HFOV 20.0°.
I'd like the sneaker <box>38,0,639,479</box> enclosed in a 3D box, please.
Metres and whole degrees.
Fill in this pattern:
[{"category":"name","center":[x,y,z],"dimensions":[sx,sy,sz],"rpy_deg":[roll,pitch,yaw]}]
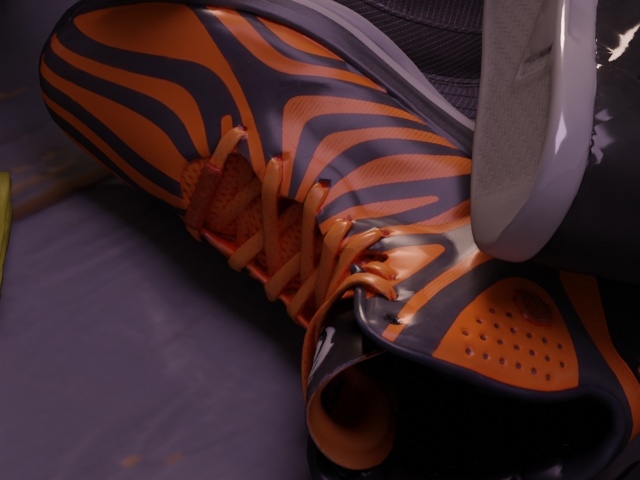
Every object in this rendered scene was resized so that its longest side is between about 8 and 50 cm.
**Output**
[{"category":"sneaker","center":[0.000,0.000,0.772],"dimensions":[0.321,0.125,0.180],"rpy_deg":[24,37,9]}]

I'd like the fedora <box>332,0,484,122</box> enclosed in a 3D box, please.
[{"category":"fedora","center":[0.072,-0.189,1.036],"dimensions":[0.243,0.124,0.275],"rpy_deg":[7,38,-12]}]

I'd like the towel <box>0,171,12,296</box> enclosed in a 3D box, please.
[{"category":"towel","center":[-0.254,-0.014,0.781],"dimensions":[0.237,0.021,0.102],"rpy_deg":[8,33,-10]}]

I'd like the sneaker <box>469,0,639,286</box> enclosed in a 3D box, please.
[{"category":"sneaker","center":[0.156,-0.087,0.798],"dimensions":[0.147,0.104,0.296],"rpy_deg":[23,50,-14]}]
